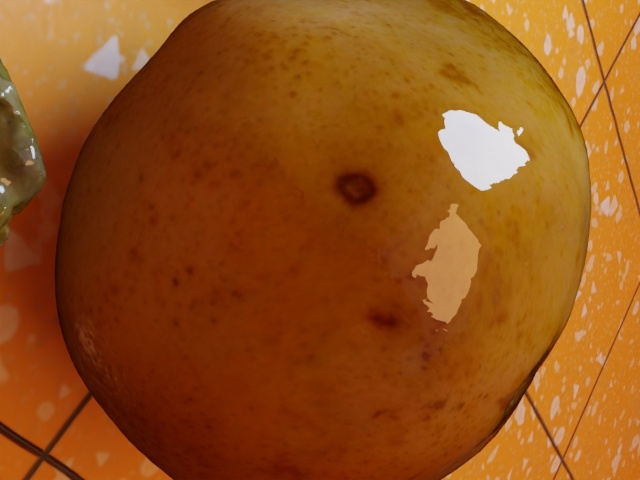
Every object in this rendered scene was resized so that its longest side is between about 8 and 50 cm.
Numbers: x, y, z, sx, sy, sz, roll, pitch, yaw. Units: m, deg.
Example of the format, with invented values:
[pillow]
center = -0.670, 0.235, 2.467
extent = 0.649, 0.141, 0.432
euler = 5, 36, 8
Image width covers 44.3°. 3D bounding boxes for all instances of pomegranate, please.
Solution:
[pomegranate]
center = 0.000, 0.000, 0.606
extent = 0.416, 0.416, 0.417
euler = -14, 110, -46

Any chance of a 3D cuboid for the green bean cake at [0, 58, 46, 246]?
[green bean cake]
center = -0.266, -0.010, 0.342
extent = 0.233, 0.124, 0.236
euler = -47, 158, 23
